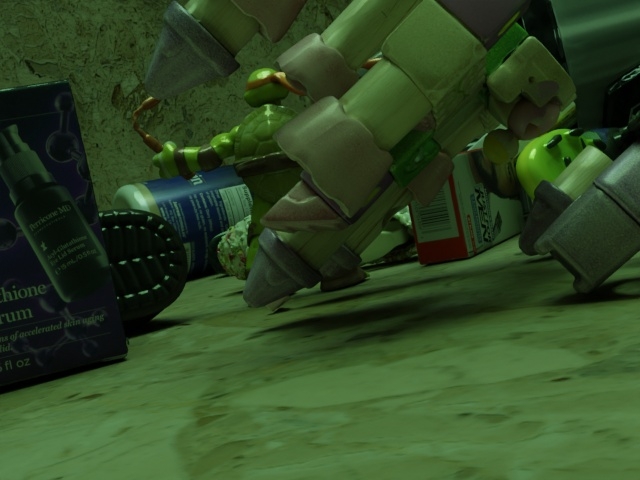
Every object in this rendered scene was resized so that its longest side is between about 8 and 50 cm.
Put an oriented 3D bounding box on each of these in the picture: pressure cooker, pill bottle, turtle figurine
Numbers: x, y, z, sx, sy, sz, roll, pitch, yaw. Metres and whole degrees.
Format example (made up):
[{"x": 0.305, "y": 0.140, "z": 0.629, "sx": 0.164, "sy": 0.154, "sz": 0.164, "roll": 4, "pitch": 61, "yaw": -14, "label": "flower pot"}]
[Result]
[{"x": 0.473, "y": -0.281, "z": 1.352, "sx": 0.420, "sy": 0.376, "sz": 0.370, "roll": -13, "pitch": 0, "yaw": 5, "label": "pressure cooker"}, {"x": -0.162, "y": -0.030, "z": 1.452, "sx": 0.264, "sy": 0.153, "sz": 0.153, "roll": -14, "pitch": 3, "yaw": -28, "label": "pill bottle"}, {"x": -0.021, "y": -0.063, "z": 0.858, "sx": 0.269, "sy": 0.218, "sz": 0.087, "roll": -12, "pitch": 3, "yaw": -2, "label": "turtle figurine"}]

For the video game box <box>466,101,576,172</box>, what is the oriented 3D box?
[{"x": 0.198, "y": -0.089, "z": 1.100, "sx": 0.205, "sy": 0.048, "sz": 0.187, "roll": -42, "pitch": -7, "yaw": 13, "label": "video game box"}]

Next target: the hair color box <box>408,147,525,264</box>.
[{"x": 0.140, "y": -0.038, "z": 0.927, "sx": 0.053, "sy": 0.093, "sz": 0.167, "roll": -10, "pitch": 5, "yaw": 29, "label": "hair color box"}]

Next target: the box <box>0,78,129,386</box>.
[{"x": -0.240, "y": 0.000, "z": 0.712, "sx": 0.153, "sy": 0.207, "sz": 0.108, "roll": -14, "pitch": 3, "yaw": -19, "label": "box"}]

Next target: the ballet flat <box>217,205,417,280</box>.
[{"x": 0.000, "y": 0.000, "z": 0.973, "sx": 0.240, "sy": 0.091, "sz": 0.077, "roll": -16, "pitch": 27, "yaw": 17, "label": "ballet flat"}]

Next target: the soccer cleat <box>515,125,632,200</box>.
[{"x": 0.264, "y": -0.066, "z": 1.050, "sx": 0.121, "sy": 0.094, "sz": 0.289, "roll": -24, "pitch": -5, "yaw": 33, "label": "soccer cleat"}]

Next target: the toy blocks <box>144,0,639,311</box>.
[{"x": 0.043, "y": -0.037, "z": 0.653, "sx": 0.260, "sy": 0.309, "sz": 0.288, "roll": -46, "pitch": -11, "yaw": 3, "label": "toy blocks"}]

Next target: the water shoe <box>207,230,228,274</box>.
[{"x": -0.056, "y": -0.004, "z": 1.284, "sx": 0.203, "sy": 0.073, "sz": 0.080, "roll": -10, "pitch": 2, "yaw": 33, "label": "water shoe"}]

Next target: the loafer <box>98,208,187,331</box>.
[{"x": -0.302, "y": 0.062, "z": 0.861, "sx": 0.365, "sy": 0.134, "sz": 0.130, "roll": -4, "pitch": -22, "yaw": -13, "label": "loafer"}]

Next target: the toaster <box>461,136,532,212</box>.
[{"x": 0.196, "y": -0.080, "z": 1.286, "sx": 0.185, "sy": 0.110, "sz": 0.168, "roll": -13, "pitch": 4, "yaw": 10, "label": "toaster"}]

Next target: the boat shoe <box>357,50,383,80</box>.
[{"x": 0.068, "y": -0.138, "z": 1.415, "sx": 0.355, "sy": 0.132, "sz": 0.130, "roll": -49, "pitch": -21, "yaw": 4, "label": "boat shoe"}]
